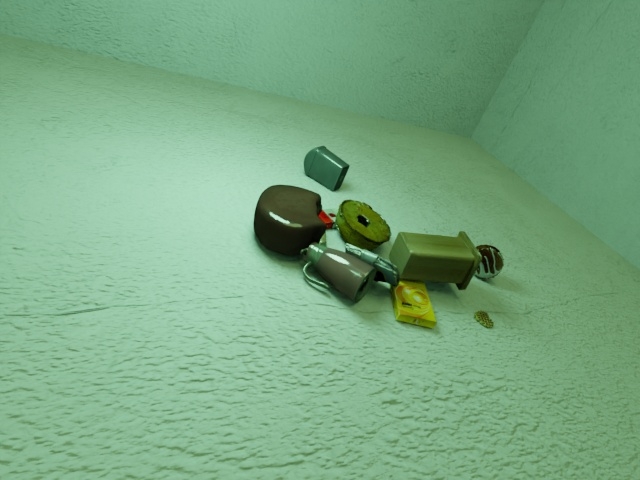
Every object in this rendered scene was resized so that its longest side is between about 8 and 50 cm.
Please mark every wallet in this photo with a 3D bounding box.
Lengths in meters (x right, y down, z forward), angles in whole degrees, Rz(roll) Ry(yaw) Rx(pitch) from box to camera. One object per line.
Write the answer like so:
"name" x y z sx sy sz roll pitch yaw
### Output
"wallet" 0.195 0.100 1.575 0.231 0.170 0.069 23 69 23

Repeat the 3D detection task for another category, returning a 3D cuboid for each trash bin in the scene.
"trash bin" 0.023 -0.393 2.192 0.236 0.177 0.101 38 36 17

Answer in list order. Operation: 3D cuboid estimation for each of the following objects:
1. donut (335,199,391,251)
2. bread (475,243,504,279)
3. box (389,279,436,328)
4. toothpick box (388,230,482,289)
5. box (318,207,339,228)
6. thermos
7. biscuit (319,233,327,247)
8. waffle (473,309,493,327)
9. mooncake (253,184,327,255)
"donut" 0.181 -0.062 1.833 0.272 0.107 0.272 22 38 -18
"bread" 0.770 0.099 1.901 0.160 0.160 0.073 28 20 11
"box" 0.351 0.220 1.601 0.152 0.043 0.269 13 32 -9
"toothpick box" 0.461 0.072 1.682 0.308 0.190 0.187 5 38 -15
"box" 0.050 -0.104 1.901 0.152 0.048 0.100 -8 41 -40
"thermos" 0.052 0.110 1.520 0.265 0.146 0.176 29 58 21
"biscuit" 0.000 0.000 1.710 0.055 0.061 0.219 48 20 -30
"waffle" 0.663 0.318 1.655 0.078 0.016 0.085 -8 42 -31
"mooncake" -0.118 -0.087 1.662 0.333 0.174 0.326 -12 43 -38
